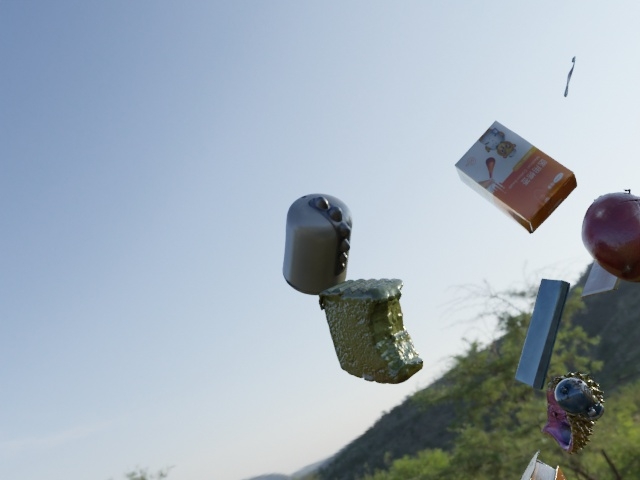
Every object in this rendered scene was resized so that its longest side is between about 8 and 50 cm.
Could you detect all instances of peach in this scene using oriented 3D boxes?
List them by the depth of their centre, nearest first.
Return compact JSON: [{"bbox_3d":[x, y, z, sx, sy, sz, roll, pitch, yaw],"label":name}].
[{"bbox_3d":[0.733,-0.016,1.506,0.196,0.226,0.190,-37,-45,20],"label":"peach"}]

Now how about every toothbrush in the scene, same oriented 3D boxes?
[{"bbox_3d":[0.643,-0.423,1.633,0.011,0.131,0.013,26,-21,-15],"label":"toothbrush"}]

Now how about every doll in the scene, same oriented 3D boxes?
[{"bbox_3d":[0.638,0.391,1.565,0.152,0.114,0.085,33,-80,-29],"label":"doll"}]

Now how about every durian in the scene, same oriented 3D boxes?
[{"bbox_3d":[0.743,0.491,1.828,0.187,0.154,0.260,-36,-48,-7],"label":"durian"}]

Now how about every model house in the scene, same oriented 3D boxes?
[{"bbox_3d":[0.660,0.744,1.868,0.219,0.136,0.207,-19,-49,-62],"label":"model house"}]

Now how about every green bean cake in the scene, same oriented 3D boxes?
[{"bbox_3d":[0.129,0.207,1.501,0.124,0.236,0.233,-22,13,-37],"label":"green bean cake"}]

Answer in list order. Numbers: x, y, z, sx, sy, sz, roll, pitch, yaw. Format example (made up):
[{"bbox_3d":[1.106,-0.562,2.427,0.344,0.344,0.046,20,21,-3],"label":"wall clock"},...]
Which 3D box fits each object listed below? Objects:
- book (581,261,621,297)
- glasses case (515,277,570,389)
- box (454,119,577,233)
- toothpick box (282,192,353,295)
[{"bbox_3d":[0.979,0.107,2.168,0.170,0.018,0.241,-63,-3,-10],"label":"book"},{"bbox_3d":[0.555,0.228,1.548,0.056,0.265,0.105,16,-3,-8],"label":"glasses case"},{"bbox_3d":[0.663,-0.215,2.159,0.225,0.341,0.143,-48,-27,2],"label":"box"},{"bbox_3d":[0.000,0.000,1.940,0.229,0.229,0.316,-12,-46,-20],"label":"toothpick box"}]
